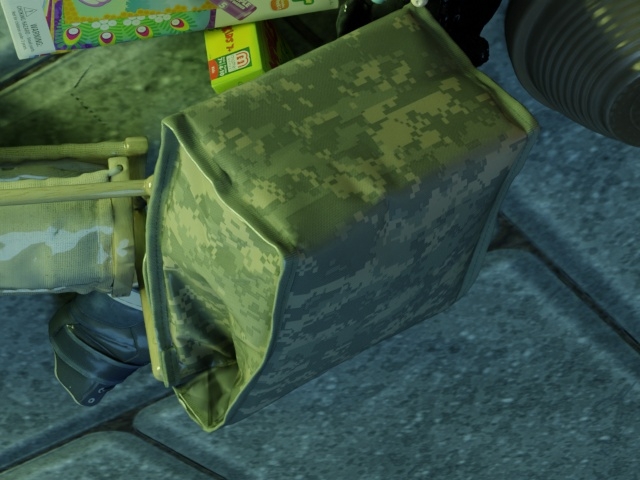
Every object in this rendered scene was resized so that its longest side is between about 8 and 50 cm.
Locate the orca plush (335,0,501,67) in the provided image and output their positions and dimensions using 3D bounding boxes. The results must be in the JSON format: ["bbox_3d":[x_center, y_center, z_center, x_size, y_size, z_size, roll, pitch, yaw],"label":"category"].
[{"bbox_3d":[0.115,-0.176,1.258,0.151,0.102,0.287,1,135,-44],"label":"orca plush"}]

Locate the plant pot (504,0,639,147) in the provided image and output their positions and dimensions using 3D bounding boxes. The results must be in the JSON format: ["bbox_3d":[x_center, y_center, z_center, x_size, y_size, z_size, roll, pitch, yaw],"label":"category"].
[{"bbox_3d":[0.273,-0.151,1.356,0.237,0.110,0.237,-6,146,-4],"label":"plant pot"}]

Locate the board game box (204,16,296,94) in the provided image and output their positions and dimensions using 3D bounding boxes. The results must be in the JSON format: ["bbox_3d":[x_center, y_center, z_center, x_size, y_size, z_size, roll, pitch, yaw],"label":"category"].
[{"bbox_3d":[-0.038,-0.114,1.343,0.043,0.092,0.181,-18,146,12],"label":"board game box"}]

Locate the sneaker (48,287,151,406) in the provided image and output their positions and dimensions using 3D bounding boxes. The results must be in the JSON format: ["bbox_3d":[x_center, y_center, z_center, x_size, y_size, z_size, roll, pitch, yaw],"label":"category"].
[{"bbox_3d":[-0.151,0.100,1.620,0.226,0.086,0.163,24,123,-27],"label":"sneaker"}]

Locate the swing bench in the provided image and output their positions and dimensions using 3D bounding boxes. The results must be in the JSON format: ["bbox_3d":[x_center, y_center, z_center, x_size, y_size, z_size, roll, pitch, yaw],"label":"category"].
[{"bbox_3d":[-0.256,0.003,1.361,0.253,0.255,0.165,-4,107,-11],"label":"swing bench"}]

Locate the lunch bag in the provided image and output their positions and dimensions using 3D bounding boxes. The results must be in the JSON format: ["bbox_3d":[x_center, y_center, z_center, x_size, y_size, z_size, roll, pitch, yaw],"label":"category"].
[{"bbox_3d":[0.000,0.000,1.233,0.235,0.169,0.287,-28,153,-28],"label":"lunch bag"}]

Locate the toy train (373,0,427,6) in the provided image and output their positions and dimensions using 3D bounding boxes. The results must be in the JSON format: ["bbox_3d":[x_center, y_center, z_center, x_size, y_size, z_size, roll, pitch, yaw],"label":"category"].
[{"bbox_3d":[0.078,-0.248,1.171,0.166,0.125,0.046,-43,168,33],"label":"toy train"}]

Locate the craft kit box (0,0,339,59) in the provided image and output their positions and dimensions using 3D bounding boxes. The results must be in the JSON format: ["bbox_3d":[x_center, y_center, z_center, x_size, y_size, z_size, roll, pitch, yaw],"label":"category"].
[{"bbox_3d":[-0.117,-0.241,1.172,0.246,0.061,0.250,-12,146,-3],"label":"craft kit box"}]
